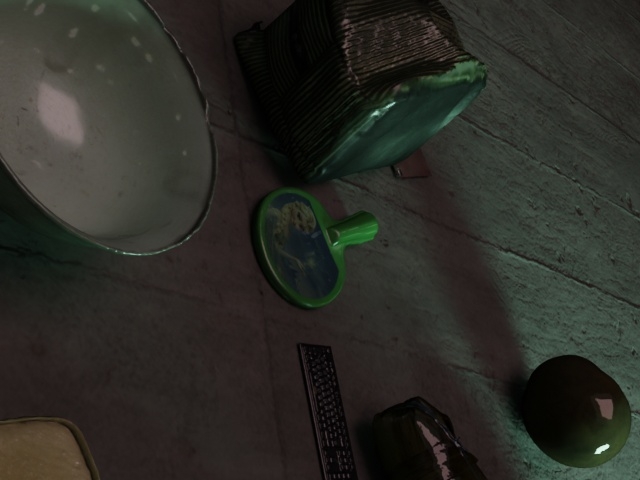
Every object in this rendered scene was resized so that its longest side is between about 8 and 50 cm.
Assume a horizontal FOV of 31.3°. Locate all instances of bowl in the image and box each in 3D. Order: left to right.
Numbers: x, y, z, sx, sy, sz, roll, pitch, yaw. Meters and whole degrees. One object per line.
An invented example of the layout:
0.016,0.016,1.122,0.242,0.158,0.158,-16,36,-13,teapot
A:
-0.255,-0.109,1.090,0.313,0.146,0.313,32,45,-39,bowl

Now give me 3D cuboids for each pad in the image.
0.115,-0.185,1.808,0.113,0.006,0.188,-8,74,-56,pad

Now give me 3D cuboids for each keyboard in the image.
0.012,0.220,1.380,0.063,0.010,0.198,13,58,-49,keyboard

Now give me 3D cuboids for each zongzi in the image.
0.169,0.304,1.466,0.242,0.112,0.221,2,66,-64,zongzi

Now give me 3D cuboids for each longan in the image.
0.394,0.263,1.767,0.167,0.167,0.187,45,24,-29,longan

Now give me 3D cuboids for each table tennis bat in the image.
0.000,0.000,1.490,0.257,0.039,0.160,-18,87,-55,table tennis bat

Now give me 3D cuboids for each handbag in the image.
0.057,-0.240,1.561,0.340,0.247,0.240,-17,72,-55,handbag

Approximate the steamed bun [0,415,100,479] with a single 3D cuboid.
-0.259,0.248,0.876,0.231,0.110,0.212,3,49,-51,steamed bun
